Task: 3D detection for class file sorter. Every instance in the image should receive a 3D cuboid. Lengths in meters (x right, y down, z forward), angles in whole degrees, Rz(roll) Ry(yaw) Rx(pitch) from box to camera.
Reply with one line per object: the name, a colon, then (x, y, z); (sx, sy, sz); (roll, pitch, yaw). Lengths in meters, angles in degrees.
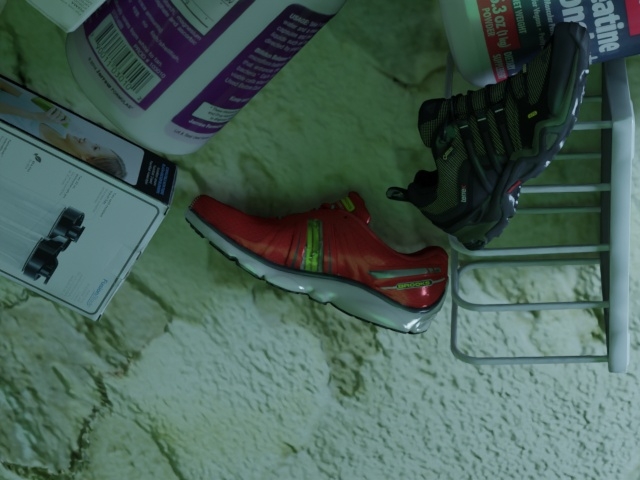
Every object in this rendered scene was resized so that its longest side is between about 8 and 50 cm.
file sorter: (0.208, -0.039, 1.562); (0.173, 0.193, 0.277); (-1, 122, 7)

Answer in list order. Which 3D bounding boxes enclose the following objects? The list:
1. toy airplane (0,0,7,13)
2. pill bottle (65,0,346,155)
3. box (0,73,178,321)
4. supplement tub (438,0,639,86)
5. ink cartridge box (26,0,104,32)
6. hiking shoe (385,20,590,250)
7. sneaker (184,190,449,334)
toy airplane: (-0.393, -0.343, 1.339); (0.386, 0.272, 0.384); (13, 134, -27)
pill bottle: (-0.079, -0.230, 1.463); (0.169, 0.169, 0.301); (38, 116, -20)
box: (-0.309, -0.058, 1.628); (0.290, 0.087, 0.169); (27, 119, -13)
supplement tub: (0.238, -0.251, 1.424); (0.272, 0.191, 0.191); (-11, 121, 9)
ink cartridge box: (-0.167, -0.300, 1.389); (0.092, 0.158, 0.218); (37, 138, -17)
hiking shoe: (0.143, -0.097, 1.377); (0.114, 0.086, 0.227); (26, 118, -5)
sneaker: (0.000, 0.000, 1.661); (0.279, 0.107, 0.118); (21, 92, -3)
